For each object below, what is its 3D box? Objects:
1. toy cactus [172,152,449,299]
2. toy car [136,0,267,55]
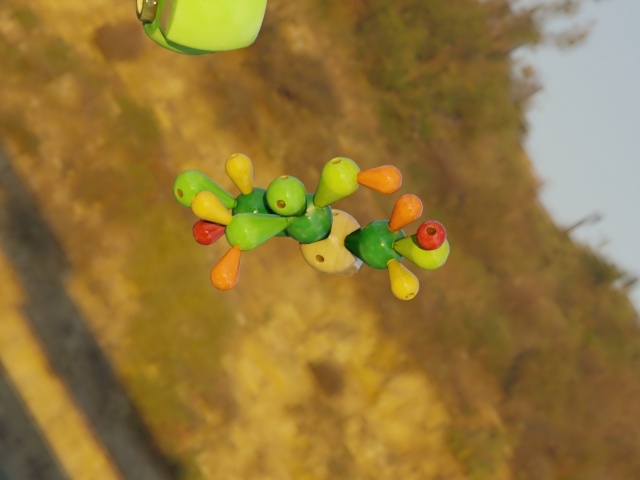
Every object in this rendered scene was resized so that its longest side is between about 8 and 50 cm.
[{"bbox_3d":[0.000,0.000,1.449,0.180,0.219,0.112,44,51,-69],"label":"toy cactus"},{"bbox_3d":[-0.037,-0.155,0.968,0.225,0.239,0.053,121,-34,-53],"label":"toy car"}]
